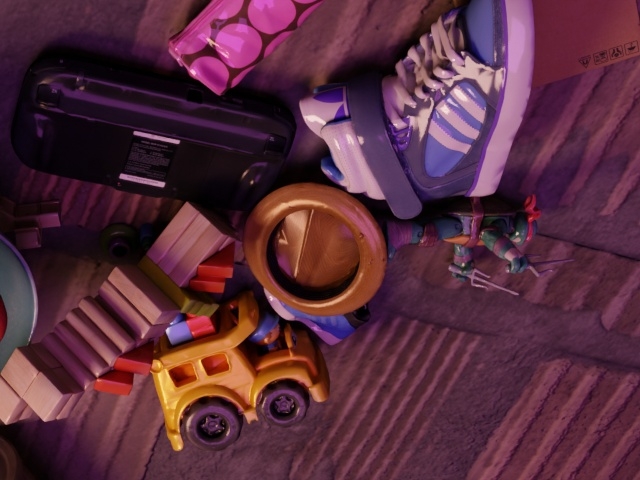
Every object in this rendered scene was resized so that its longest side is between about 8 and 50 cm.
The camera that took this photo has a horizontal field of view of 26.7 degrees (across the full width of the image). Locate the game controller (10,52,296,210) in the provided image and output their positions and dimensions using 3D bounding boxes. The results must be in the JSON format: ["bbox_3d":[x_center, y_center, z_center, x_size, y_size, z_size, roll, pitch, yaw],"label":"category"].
[{"bbox_3d":[-0.193,-0.120,1.568,0.319,0.067,0.166,12,139,-16],"label":"game controller"}]

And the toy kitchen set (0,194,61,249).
[{"bbox_3d":[-0.354,-0.039,1.592,0.083,0.068,0.075,-7,128,-4],"label":"toy kitchen set"}]

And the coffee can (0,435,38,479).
[{"bbox_3d":[-0.440,0.427,1.858,0.202,0.201,0.275,-20,128,8],"label":"coffee can"}]

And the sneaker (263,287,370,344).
[{"bbox_3d":[0.002,0.075,1.737,0.085,0.058,0.152,-34,129,24],"label":"sneaker"}]

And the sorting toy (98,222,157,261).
[{"bbox_3d":[-0.222,0.014,1.669,0.102,0.042,0.061,17,123,-20],"label":"sorting toy"}]

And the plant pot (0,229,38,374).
[{"bbox_3d":[-0.490,0.047,1.538,0.290,0.195,0.290,-15,126,-21],"label":"plant pot"}]

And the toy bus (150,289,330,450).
[{"bbox_3d":[-0.118,0.136,1.732,0.220,0.149,0.211,-17,112,2],"label":"toy bus"}]

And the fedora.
[{"bbox_3d":[0.000,0.000,1.651,0.194,0.079,0.194,9,124,14],"label":"fedora"}]

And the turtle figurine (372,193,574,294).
[{"bbox_3d":[0.185,0.000,1.678,0.234,0.118,0.175,2,168,-8],"label":"turtle figurine"}]

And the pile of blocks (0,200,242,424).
[{"bbox_3d":[-0.215,0.110,1.591,0.362,0.112,0.149,-41,159,-14],"label":"pile of blocks"}]

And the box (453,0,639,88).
[{"bbox_3d":[0.262,-0.254,1.545,0.201,0.021,0.164,-17,128,5],"label":"box"}]

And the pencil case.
[{"bbox_3d":[-0.075,-0.251,1.455,0.209,0.095,0.098,-44,156,21],"label":"pencil case"}]

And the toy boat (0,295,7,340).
[{"bbox_3d":[-0.429,0.120,1.391,0.231,0.151,0.151,-36,131,-5],"label":"toy boat"}]

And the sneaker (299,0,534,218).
[{"bbox_3d":[0.098,-0.167,1.504,0.236,0.130,0.322,1,138,-5],"label":"sneaker"}]
